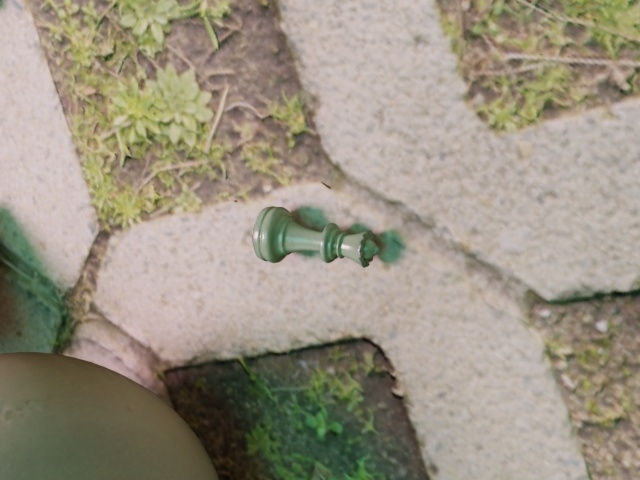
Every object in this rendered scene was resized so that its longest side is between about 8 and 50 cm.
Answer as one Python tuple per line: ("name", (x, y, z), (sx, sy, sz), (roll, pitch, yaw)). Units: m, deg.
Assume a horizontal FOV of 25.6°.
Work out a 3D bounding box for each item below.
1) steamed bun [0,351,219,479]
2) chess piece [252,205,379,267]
("steamed bun", (-0.207, 0.241, 1.016), (0.206, 0.324, 0.324), (10, 103, 53))
("chess piece", (0.000, 0.000, 1.020), (0.093, 0.042, 0.042), (7, 101, 25))
